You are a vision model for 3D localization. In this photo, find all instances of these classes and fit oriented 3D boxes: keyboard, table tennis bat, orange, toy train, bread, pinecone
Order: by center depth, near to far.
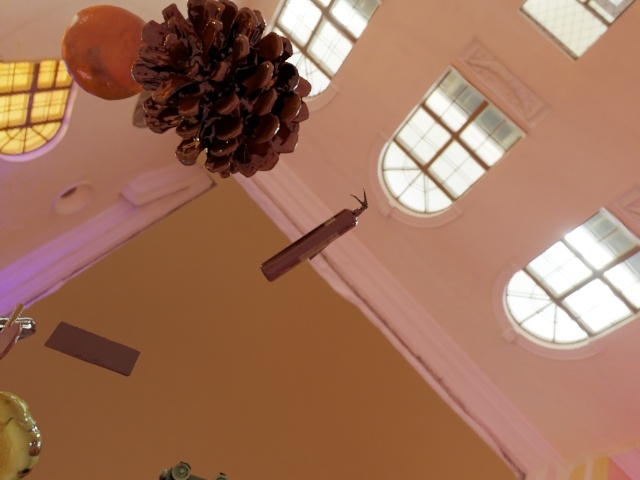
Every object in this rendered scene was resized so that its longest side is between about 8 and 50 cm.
[{"bbox_3d":[-0.148,-0.230,0.708,0.263,0.264,0.264,21,-137,-21],"label":"pinecone"},{"bbox_3d":[-0.477,0.294,0.713,0.139,0.071,0.130,41,-99,0],"label":"bread"},{"bbox_3d":[-0.534,0.161,0.816,0.013,0.086,0.157,56,-171,-32],"label":"table tennis bat"},{"bbox_3d":[-0.275,0.555,1.059,0.171,0.070,0.100,21,-143,-7],"label":"toy train"},{"bbox_3d":[-0.523,0.252,1.122,0.196,0.015,0.074,25,-146,-13],"label":"keyboard"},{"bbox_3d":[-0.528,-0.474,1.240,0.240,0.240,0.171,37,-177,-4],"label":"orange"}]

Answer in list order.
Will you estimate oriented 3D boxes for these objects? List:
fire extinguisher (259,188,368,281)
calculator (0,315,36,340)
[{"bbox_3d":[0.000,0.000,0.645,0.049,0.173,0.035,59,175,-40],"label":"fire extinguisher"},{"bbox_3d":[-0.736,0.202,1.013,0.172,0.293,0.051,-18,-99,-4],"label":"calculator"}]
